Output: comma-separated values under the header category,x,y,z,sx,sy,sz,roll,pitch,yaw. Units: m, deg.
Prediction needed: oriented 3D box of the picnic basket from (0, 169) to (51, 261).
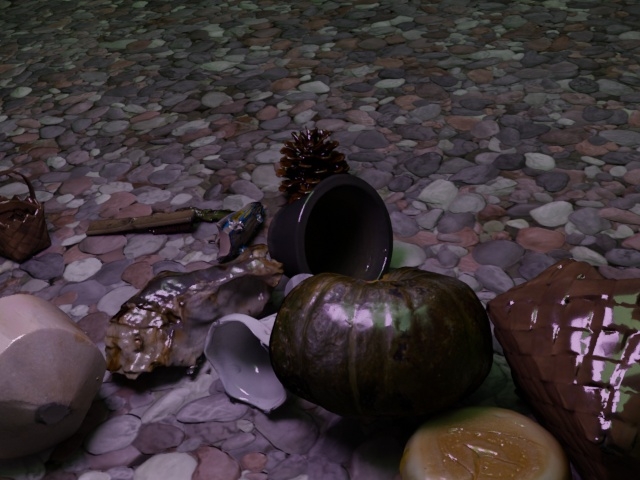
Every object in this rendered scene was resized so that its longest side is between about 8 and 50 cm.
category,x,y,z,sx,sy,sz,roll,pitch,yaw
picnic basket,-0.647,-0.061,1.587,0.138,0.178,0.128,17,40,31

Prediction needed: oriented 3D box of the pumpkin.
category,x,y,z,sx,sy,sz,roll,pitch,yaw
pumpkin,0.111,0.164,1.066,0.325,0.241,0.232,-7,16,-31

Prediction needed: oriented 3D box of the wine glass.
category,x,y,z,sx,sy,sz,roll,pitch,yaw
wine glass,-0.065,0.149,1.203,0.165,0.164,0.196,16,36,30

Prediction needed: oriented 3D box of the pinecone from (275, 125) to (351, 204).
category,x,y,z,sx,sy,sz,roll,pitch,yaw
pinecone,-0.018,-0.164,1.637,0.163,0.165,0.163,-5,30,3

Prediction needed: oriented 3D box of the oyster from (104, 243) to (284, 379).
category,x,y,z,sx,sy,sz,roll,pitch,yaw
oyster,-0.212,0.120,1.293,0.337,0.133,0.197,-22,44,-13

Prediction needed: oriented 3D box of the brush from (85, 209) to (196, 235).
category,x,y,z,sx,sy,sz,roll,pitch,yaw
brush,-0.382,-0.030,1.628,0.248,0.036,0.043,-7,29,13

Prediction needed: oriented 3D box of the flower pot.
category,x,y,z,sx,sy,sz,roll,pitch,yaw
flower pot,0.000,0.000,1.380,0.148,0.235,0.235,1,30,47

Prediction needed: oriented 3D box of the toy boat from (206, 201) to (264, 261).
category,x,y,z,sx,sy,sz,roll,pitch,yaw
toy boat,-0.158,-0.031,1.557,0.066,0.084,0.210,10,28,16

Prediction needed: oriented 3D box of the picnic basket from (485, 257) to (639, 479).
category,x,y,z,sx,sy,sz,roll,pitch,yaw
picnic basket,0.424,0.149,0.974,0.338,0.293,0.337,-15,41,13

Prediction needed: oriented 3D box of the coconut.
category,x,y,z,sx,sy,sz,roll,pitch,yaw
coconut,-0.437,0.206,1.137,0.241,0.241,0.241,-5,34,3

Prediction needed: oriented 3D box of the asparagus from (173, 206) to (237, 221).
category,x,y,z,sx,sy,sz,roll,pitch,yaw
asparagus,-0.238,-0.054,1.636,0.165,0.030,0.036,3,46,14

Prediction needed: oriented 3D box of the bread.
category,x,y,z,sx,sy,sz,roll,pitch,yaw
bread,0.209,0.299,0.975,0.214,0.104,0.213,-7,32,5
